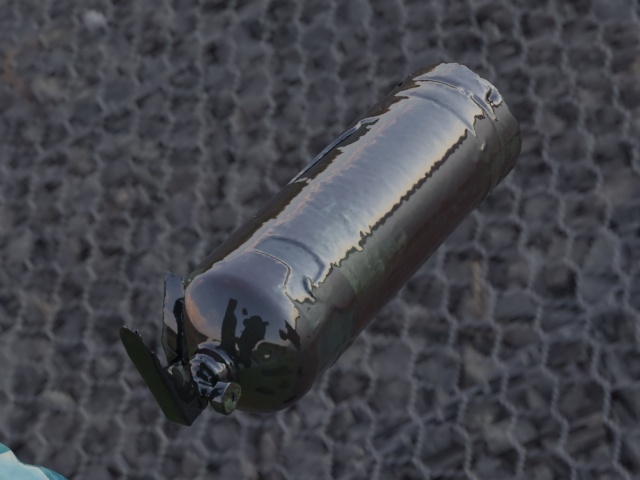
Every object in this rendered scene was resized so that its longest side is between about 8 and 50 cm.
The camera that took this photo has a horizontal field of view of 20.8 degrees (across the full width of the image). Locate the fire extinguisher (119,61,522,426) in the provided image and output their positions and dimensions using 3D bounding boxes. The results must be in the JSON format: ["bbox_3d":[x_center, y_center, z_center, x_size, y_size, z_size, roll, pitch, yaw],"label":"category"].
[{"bbox_3d":[0.000,0.000,0.769,0.072,0.089,0.268,14,37,28],"label":"fire extinguisher"}]

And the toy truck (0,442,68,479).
[{"bbox_3d":[-0.139,0.172,0.416,0.155,0.279,0.156,-11,45,-42],"label":"toy truck"}]
